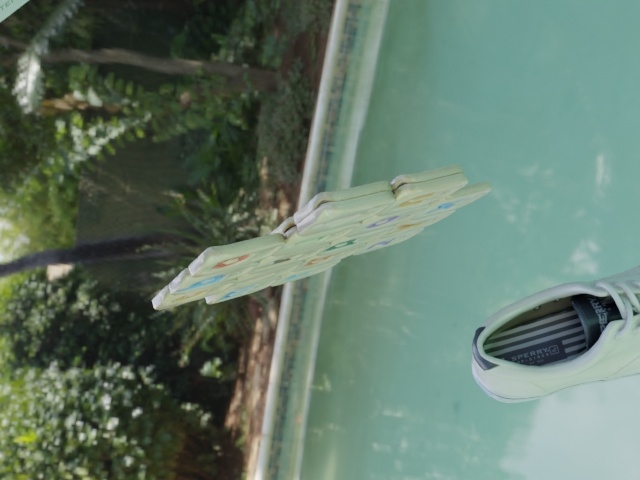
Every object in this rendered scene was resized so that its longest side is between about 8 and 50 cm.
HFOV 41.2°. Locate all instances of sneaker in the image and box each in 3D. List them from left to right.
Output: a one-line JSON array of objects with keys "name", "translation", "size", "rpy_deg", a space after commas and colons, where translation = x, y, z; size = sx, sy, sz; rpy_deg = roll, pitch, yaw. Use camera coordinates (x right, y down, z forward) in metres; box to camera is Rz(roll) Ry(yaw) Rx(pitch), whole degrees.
[{"name": "sneaker", "translation": [0.244, 0.066, 0.678], "size": [0.091, 0.258, 0.094], "rpy_deg": [49, -161, -65]}]

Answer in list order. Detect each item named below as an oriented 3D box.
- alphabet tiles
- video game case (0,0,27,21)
[{"name": "alphabet tiles", "translation": [0.000, 0.000, 0.738], "size": [0.284, 0.277, 0.021], "rpy_deg": [-34, 74, 60]}, {"name": "video game case", "translation": [-0.282, -0.295, 0.736], "size": [0.210, 0.041, 0.232], "rpy_deg": [-50, -10, -26]}]
